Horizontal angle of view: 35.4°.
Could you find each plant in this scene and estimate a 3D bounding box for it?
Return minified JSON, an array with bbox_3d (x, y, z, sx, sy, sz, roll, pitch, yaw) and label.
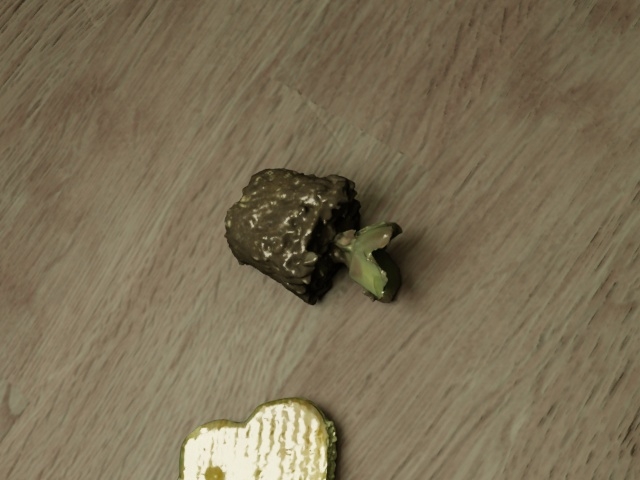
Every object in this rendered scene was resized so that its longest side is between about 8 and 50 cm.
[{"bbox_3d":[0.000,0.000,1.139,0.203,0.142,0.131,15,66,26],"label":"plant"}]

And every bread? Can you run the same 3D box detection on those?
[{"bbox_3d":[-0.086,0.309,1.093,0.207,0.056,0.286,5,73,11],"label":"bread"}]
